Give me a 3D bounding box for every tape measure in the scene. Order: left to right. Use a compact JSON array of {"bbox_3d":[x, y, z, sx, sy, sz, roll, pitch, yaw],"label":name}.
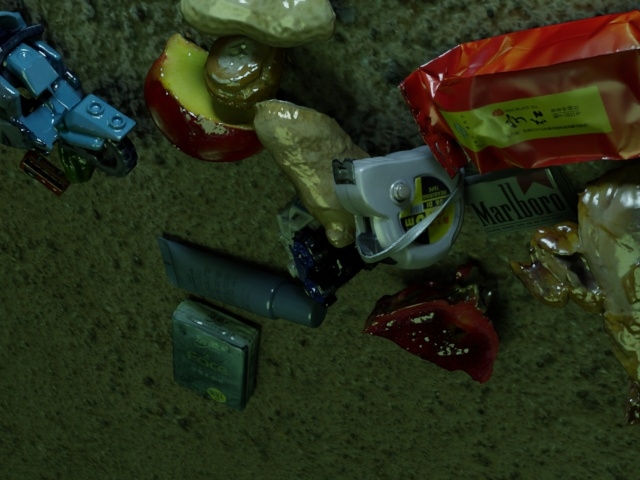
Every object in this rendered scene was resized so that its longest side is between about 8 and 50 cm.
[{"bbox_3d":[0.139,-0.052,1.836,0.120,0.236,0.197,7,107,55],"label":"tape measure"}]

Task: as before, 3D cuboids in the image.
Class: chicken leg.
[{"bbox_3d":[0.434,0.081,1.743,0.295,0.182,0.409,-4,101,18],"label":"chicken leg"}]

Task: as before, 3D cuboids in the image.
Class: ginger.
[{"bbox_3d":[0.019,-0.110,1.896,0.354,0.190,0.126,46,151,-23],"label":"ginger"}]

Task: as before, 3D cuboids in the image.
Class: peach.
[{"bbox_3d":[-0.179,-0.210,1.973,0.267,0.158,0.154,28,147,2],"label":"peach"}]

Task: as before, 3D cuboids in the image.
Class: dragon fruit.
[{"bbox_3d":[0.236,0.123,2.078,0.262,0.134,0.211,28,132,-19],"label":"dragon fruit"}]

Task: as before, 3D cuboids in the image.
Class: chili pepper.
[{"bbox_3d":[-0.480,-0.162,2.287,0.072,0.073,0.204,10,140,5],"label":"chili pepper"}]

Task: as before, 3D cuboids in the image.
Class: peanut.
[{"bbox_3d":[-0.098,-0.365,1.777,0.257,0.123,0.123,12,137,20],"label":"peanut"}]

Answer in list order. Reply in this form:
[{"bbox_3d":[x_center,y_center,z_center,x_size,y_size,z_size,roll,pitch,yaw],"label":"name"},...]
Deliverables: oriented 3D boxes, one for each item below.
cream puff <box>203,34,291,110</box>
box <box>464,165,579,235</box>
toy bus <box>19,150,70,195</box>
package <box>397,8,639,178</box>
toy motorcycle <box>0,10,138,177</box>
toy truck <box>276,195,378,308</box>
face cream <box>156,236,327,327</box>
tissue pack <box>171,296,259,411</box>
[{"bbox_3d":[-0.121,-0.275,1.870,0.126,0.144,0.103,39,164,28],"label":"cream puff"},{"bbox_3d":[0.322,-0.068,1.874,0.178,0.036,0.115,-12,124,42],"label":"box"},{"bbox_3d":[-0.572,-0.139,2.388,0.110,0.043,0.031,37,142,-6],"label":"toy bus"},{"bbox_3d":[0.334,-0.205,1.649,0.424,0.123,0.196,-7,126,39],"label":"package"},{"bbox_3d":[-0.509,-0.272,2.101,0.416,0.172,0.232,34,149,11],"label":"toy motorcycle"},{"bbox_3d":[0.000,0.000,2.093,0.177,0.161,0.213,31,148,40],"label":"toy truck"},{"bbox_3d":[-0.165,0.091,2.335,0.385,0.086,0.135,17,136,26],"label":"face cream"},{"bbox_3d":[-0.234,0.253,2.551,0.185,0.081,0.257,22,142,12],"label":"tissue pack"}]
